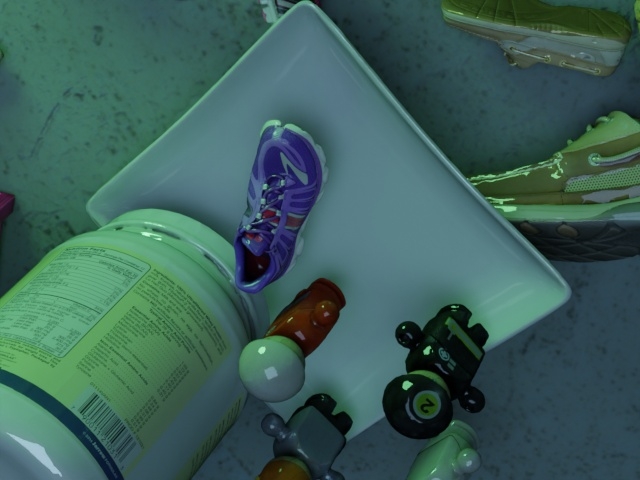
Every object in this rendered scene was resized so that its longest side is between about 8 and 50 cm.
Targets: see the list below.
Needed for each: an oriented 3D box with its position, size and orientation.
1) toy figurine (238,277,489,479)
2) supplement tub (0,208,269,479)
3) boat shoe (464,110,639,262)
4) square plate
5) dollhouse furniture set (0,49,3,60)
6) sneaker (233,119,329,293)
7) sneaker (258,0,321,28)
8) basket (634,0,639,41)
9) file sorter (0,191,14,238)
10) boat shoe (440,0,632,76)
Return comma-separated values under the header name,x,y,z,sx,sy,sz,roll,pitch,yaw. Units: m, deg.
name,x,y,z,sx,sy,sz,roll,pitch,yaw
toy figurine,0.038,0.156,1.243,0.213,0.148,0.209,12,124,18
supplement tub,-0.203,0.136,1.232,0.235,0.325,0.235,14,126,20
boat shoe,0.270,-0.051,1.267,0.324,0.123,0.116,-1,72,16
square plate,0.000,0.000,1.291,0.344,0.049,0.347,48,126,-6
dollhouse furniture set,-0.416,-0.163,1.212,0.151,0.301,0.197,-42,94,19
sneaker,-0.040,-0.023,1.221,0.068,0.071,0.170,19,124,14
sneaker,-0.016,-0.230,1.267,0.075,0.063,0.170,-21,97,19
basket,0.403,-0.225,1.136,0.299,0.213,0.223,-9,105,10
file sorter,-0.432,0.063,1.289,0.202,0.291,0.182,11,110,4
boat shoe,0.188,-0.180,1.257,0.170,0.063,0.059,13,131,9
